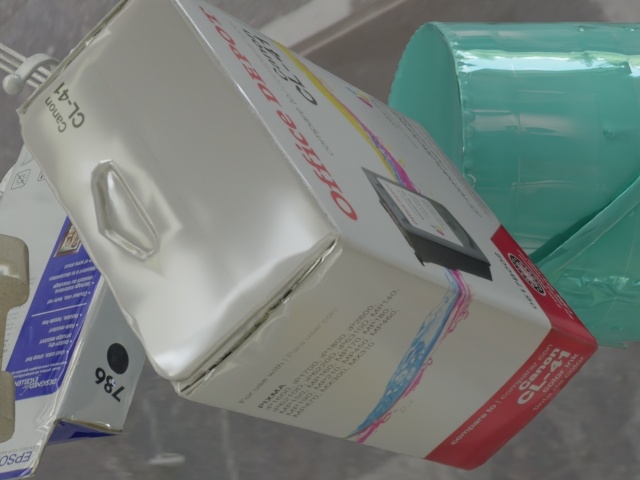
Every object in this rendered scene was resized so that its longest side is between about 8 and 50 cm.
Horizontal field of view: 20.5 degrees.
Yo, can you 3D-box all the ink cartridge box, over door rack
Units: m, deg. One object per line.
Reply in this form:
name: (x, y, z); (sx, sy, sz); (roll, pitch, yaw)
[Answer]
ink cartridge box: (-0.190, 0.051, 1.268); (0.065, 0.165, 0.332); (47, 46, -35)
ink cartridge box: (0.000, 0.000, 1.053); (0.131, 0.306, 0.226); (-44, 57, 14)
over door rack: (-0.330, -0.062, 1.655); (0.239, 0.324, 0.108); (31, 48, 34)

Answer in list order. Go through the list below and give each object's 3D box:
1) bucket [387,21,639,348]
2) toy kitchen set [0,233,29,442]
bucket: (0.162, -0.046, 1.404); (0.183, 0.281, 0.281); (2, 83, -13)
toy kitchen set: (-0.164, 0.103, 0.588); (0.122, 0.207, 0.166); (5, 113, -12)
